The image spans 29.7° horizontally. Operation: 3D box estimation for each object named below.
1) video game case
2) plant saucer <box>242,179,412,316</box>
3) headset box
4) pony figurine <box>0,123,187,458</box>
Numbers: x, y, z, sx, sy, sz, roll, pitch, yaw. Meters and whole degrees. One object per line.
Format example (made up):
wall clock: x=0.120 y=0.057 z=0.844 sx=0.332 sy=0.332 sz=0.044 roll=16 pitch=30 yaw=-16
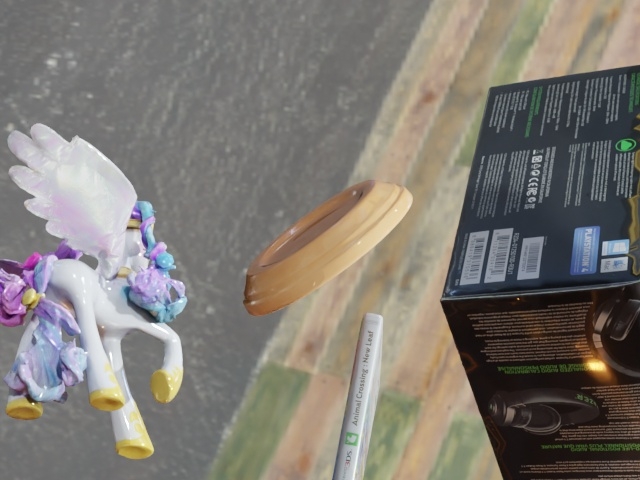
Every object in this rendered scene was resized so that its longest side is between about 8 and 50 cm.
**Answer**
video game case: x=0.037 y=0.204 z=1.250 sx=0.212 sy=0.023 sz=0.193 roll=88 pitch=12 yaw=-63
plant saucer: x=0.000 y=0.000 z=1.191 sx=0.037 sy=0.200 sz=0.200 roll=54 pitch=51 yaw=-11
headset box: x=0.202 y=0.059 z=0.893 sx=0.246 sy=0.131 sz=0.283 roll=-69 pitch=146 yaw=-47
pony figurine: x=-0.318 y=0.062 z=1.553 sx=0.351 sy=0.302 sz=0.364 roll=30 pitch=41 yaw=-42
